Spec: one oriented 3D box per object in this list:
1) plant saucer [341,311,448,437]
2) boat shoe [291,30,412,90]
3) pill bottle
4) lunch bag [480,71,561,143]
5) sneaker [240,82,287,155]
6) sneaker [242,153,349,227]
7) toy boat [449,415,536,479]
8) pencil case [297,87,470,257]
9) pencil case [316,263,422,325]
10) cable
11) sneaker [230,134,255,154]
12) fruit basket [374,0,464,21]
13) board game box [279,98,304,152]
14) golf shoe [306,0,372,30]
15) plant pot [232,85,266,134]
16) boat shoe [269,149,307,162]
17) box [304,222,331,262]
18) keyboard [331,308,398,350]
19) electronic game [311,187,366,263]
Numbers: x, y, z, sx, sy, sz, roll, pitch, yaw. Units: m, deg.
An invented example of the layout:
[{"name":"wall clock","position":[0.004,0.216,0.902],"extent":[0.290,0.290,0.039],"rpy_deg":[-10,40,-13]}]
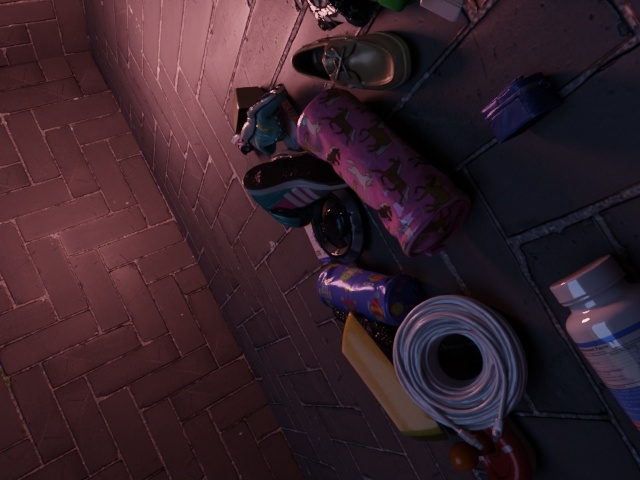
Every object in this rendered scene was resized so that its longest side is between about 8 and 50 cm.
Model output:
[{"name":"plant saucer","position":[0.174,0.368,1.138],"extent":[0.333,0.081,0.332],"rpy_deg":[50,177,30]},{"name":"boat shoe","position":[0.051,-0.349,0.896],"extent":[0.302,0.098,0.109],"rpy_deg":[32,139,47]},{"name":"pill bottle","position":[0.421,0.134,0.615],"extent":[0.221,0.124,0.124],"rpy_deg":[59,153,13]},{"name":"lunch bag","position":[0.283,-0.193,0.646],"extent":[0.065,0.067,0.098],"rpy_deg":[60,152,8]},{"name":"sneaker","position":[-0.130,-0.320,1.217],"extent":[0.110,0.107,0.275],"rpy_deg":[44,157,-2]},{"name":"sneaker","position":[-0.027,-0.115,1.138],"extent":[0.178,0.296,0.123],"rpy_deg":[63,-152,-54]},{"name":"toy boat","position":[0.343,0.444,0.983],"extent":[0.231,0.151,0.151],"rpy_deg":[53,151,23]},{"name":"pencil case","position":[0.115,-0.138,0.899],"extent":[0.160,0.167,0.386],"rpy_deg":[-48,61,13]},{"name":"pencil case","position":[0.118,0.127,1.135],"extent":[0.306,0.133,0.119],"rpy_deg":[4,134,57]},{"name":"cable","position":[0.273,0.236,0.897],"extent":[0.257,0.089,0.257],"rpy_deg":[26,103,32]},{"name":"sneaker","position":[-0.232,-0.332,1.471],"extent":[0.077,0.072,0.178],"rpy_deg":[54,162,-5]},{"name":"fruit basket","position":[0.094,-0.513,0.581],"extent":[0.327,0.165,0.353],"rpy_deg":[34,142,20]},{"name":"board game box","position":[-0.089,-0.318,1.254],"extent":[0.154,0.026,0.103],"rpy_deg":[57,153,14]},{"name":"golf shoe","position":[0.037,-0.447,0.884],"extent":[0.198,0.077,0.093],"rpy_deg":[55,163,33]},{"name":"plant pot","position":[-0.205,-0.388,1.327],"extent":[0.109,0.109,0.096],"rpy_deg":[117,137,-57]},{"name":"boat shoe","position":[-0.057,-0.200,1.205],"extent":[0.229,0.076,0.080],"rpy_deg":[16,137,42]},{"name":"box","position":[0.000,0.000,1.362],"extent":[0.081,0.028,0.136],"rpy_deg":[-17,99,63]},{"name":"keyboard","position":[0.111,0.199,1.328],"extent":[0.317,0.033,0.201],"rpy_deg":[17,127,55]},{"name":"electronic game","position":[0.044,-0.047,1.218],"extent":[0.229,0.048,0.229],"rpy_deg":[31,129,47]}]
